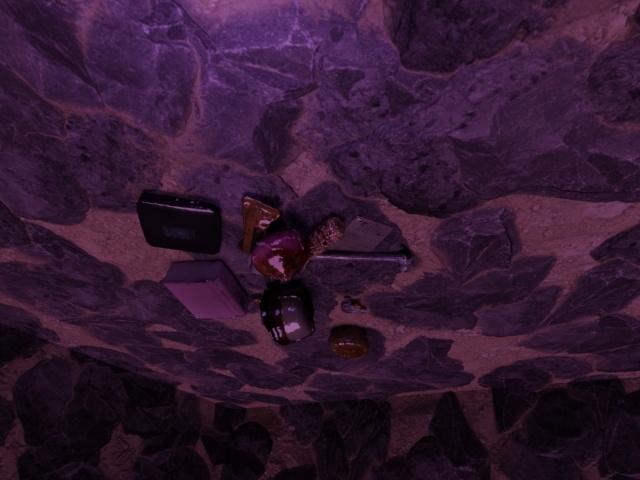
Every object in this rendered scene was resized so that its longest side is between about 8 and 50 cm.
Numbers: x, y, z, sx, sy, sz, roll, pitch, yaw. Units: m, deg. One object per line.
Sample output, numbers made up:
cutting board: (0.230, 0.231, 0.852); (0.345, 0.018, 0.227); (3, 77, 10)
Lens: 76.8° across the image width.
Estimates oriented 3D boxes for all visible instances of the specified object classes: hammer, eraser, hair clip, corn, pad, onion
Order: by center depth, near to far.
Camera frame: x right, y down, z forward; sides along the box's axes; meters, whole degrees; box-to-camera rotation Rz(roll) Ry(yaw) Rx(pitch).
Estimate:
onion: (-0.133, 0.070, 1.438); (0.230, 0.163, 0.230); (-13, 139, -11)
corn: (0.000, 0.000, 1.503); (0.086, 0.086, 0.253); (23, 142, -24)
pad: (0.147, 0.002, 1.554); (0.160, 0.009, 0.265); (16, 143, -17)
hammer: (0.150, 0.074, 1.619); (0.427, 0.044, 0.152); (0, 145, 6)
eraser: (-0.516, 0.234, 1.862); (0.272, 0.122, 0.359); (-2, 143, 13)
hair clip: (0.155, 0.329, 1.988); (0.116, 0.049, 0.172); (3, 155, 26)

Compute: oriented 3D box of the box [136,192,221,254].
box: (-0.511, -0.055, 1.492); (0.289, 0.073, 0.290); (8, 144, -6)

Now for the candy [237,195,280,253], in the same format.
candy: (-0.224, -0.047, 1.456); (0.143, 0.101, 0.271); (15, 137, -2)

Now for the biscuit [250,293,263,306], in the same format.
biscuit: (-0.269, 0.327, 2.033); (0.064, 0.034, 0.199); (-19, 139, 28)

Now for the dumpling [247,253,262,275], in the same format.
dumpling: (-0.205, 0.070, 1.628); (0.217, 0.149, 0.105); (-1, -177, 18)

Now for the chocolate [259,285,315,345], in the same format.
chocolate: (-0.130, 0.325, 1.854); (0.186, 0.283, 0.283); (-25, 137, 12)

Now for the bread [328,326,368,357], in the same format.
bread: (0.159, 0.562, 2.244); (0.230, 0.123, 0.230); (6, 141, 5)
